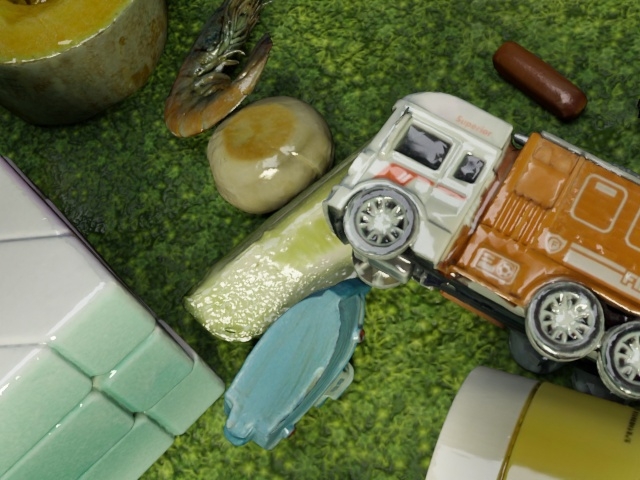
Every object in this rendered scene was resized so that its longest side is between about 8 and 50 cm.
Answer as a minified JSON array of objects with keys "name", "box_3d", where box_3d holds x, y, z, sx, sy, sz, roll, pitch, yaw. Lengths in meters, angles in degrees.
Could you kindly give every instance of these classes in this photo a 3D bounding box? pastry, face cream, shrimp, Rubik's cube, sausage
[{"name":"pastry","box_3d":[-0.063,-0.107,1.225,0.157,0.092,0.156,-8,53,10]},{"name":"face cream","box_3d":[0.199,0.237,0.900,0.179,0.218,0.218,14,68,21]},{"name":"shrimp","box_3d":[-0.104,-0.253,1.300,0.169,0.058,0.296,-1,57,43]},{"name":"Rubik's cube","box_3d":[-0.347,0.120,1.061,0.322,0.316,0.319,-45,62,-8]},{"name":"sausage","box_3d":[0.258,-0.186,1.200,0.039,0.041,0.131,-38,60,-11]}]

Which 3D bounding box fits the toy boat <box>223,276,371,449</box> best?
[{"name":"toy boat","box_3d":[-0.015,0.128,1.083,0.088,0.102,0.215,37,94,26]}]

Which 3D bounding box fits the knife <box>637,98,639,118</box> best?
[{"name":"knife","box_3d":[0.418,-0.026,1.073,0.089,0.043,0.365,-16,61,10]}]

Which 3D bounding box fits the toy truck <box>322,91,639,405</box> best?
[{"name":"toy truck","box_3d":[0.207,0.004,0.987,0.388,0.173,0.206,29,81,9]}]

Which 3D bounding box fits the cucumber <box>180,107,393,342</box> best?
[{"name":"cucumber","box_3d":[0.001,0.002,1.147,0.325,0.105,0.145,-37,93,-3]}]

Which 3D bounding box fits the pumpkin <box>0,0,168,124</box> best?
[{"name":"pumpkin","box_3d":[-0.357,-0.320,1.370,0.333,0.199,0.332,-3,66,6]}]
